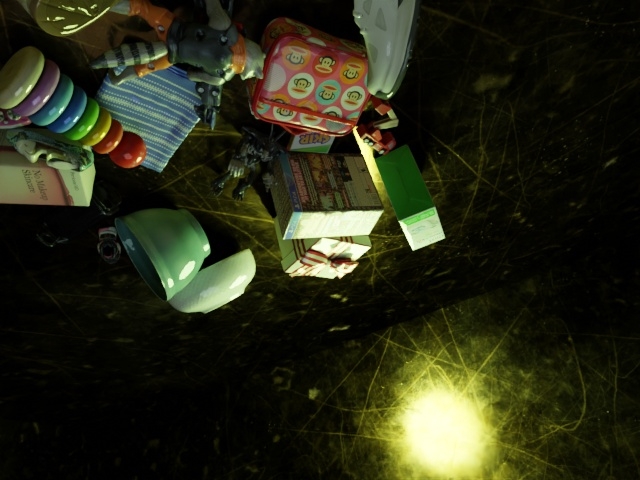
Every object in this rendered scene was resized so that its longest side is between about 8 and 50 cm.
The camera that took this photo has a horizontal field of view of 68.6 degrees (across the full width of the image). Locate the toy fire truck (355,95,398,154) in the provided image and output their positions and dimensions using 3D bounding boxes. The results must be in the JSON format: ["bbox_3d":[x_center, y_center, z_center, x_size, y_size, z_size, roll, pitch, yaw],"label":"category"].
[{"bbox_3d":[0.182,-0.339,1.391,0.135,0.047,0.192,-36,145,28],"label":"toy fire truck"}]

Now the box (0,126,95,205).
[{"bbox_3d":[-0.687,-0.177,1.136,0.233,0.126,0.148,1,146,-15],"label":"box"}]

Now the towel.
[{"bbox_3d":[-0.430,-0.307,1.159,0.243,0.040,0.336,16,137,-41],"label":"towel"}]

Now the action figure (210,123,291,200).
[{"bbox_3d":[-0.192,-0.211,1.333,0.164,0.140,0.276,23,134,-31],"label":"action figure"}]

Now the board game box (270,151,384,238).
[{"bbox_3d":[0.012,-0.141,1.451,0.291,0.231,0.141,-3,147,-21],"label":"board game box"}]

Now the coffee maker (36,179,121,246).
[{"bbox_3d":[-0.661,-0.072,1.301,0.178,0.171,0.120,-30,130,18],"label":"coffee maker"}]

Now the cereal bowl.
[{"bbox_3d":[-0.379,0.163,1.691,0.339,0.141,0.339,-28,-179,1],"label":"cereal bowl"}]

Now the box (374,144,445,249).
[{"bbox_3d":[0.302,-0.140,1.563,0.127,0.261,0.231,-23,150,11],"label":"box"}]

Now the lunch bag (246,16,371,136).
[{"bbox_3d":[-0.027,-0.370,1.138,0.293,0.120,0.258,5,134,-29],"label":"lunch bag"}]

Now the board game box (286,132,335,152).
[{"bbox_3d":[-0.005,-0.335,1.326,0.124,0.039,0.259,-1,148,-22],"label":"board game box"}]

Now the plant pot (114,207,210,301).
[{"bbox_3d":[-0.474,0.017,1.467,0.196,0.293,0.293,-33,158,-29],"label":"plant pot"}]

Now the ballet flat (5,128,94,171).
[{"bbox_3d":[-0.606,-0.195,1.036,0.189,0.070,0.070,12,143,-8],"label":"ballet flat"}]

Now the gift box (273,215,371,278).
[{"bbox_3d":[0.000,0.000,1.648,0.255,0.258,0.276,8,141,-34],"label":"gift box"}]

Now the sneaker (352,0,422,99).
[{"bbox_3d":[0.070,-0.509,0.909,0.258,0.169,0.447,6,124,2],"label":"sneaker"}]

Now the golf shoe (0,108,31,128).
[{"bbox_3d":[-0.781,-0.286,0.985,0.307,0.115,0.140,2,170,-34],"label":"golf shoe"}]

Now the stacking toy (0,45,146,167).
[{"bbox_3d":[-0.530,-0.271,1.052,0.141,0.141,0.330,-29,144,20],"label":"stacking toy"}]

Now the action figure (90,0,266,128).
[{"bbox_3d":[-0.278,-0.360,0.973,0.331,0.178,0.341,-1,132,-9],"label":"action figure"}]

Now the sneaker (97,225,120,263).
[{"bbox_3d":[-0.700,0.033,1.540,0.072,0.077,0.178,-5,148,-17],"label":"sneaker"}]

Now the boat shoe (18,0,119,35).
[{"bbox_3d":[-0.353,-0.483,0.796,0.341,0.110,0.121,-39,164,-19],"label":"boat shoe"}]
